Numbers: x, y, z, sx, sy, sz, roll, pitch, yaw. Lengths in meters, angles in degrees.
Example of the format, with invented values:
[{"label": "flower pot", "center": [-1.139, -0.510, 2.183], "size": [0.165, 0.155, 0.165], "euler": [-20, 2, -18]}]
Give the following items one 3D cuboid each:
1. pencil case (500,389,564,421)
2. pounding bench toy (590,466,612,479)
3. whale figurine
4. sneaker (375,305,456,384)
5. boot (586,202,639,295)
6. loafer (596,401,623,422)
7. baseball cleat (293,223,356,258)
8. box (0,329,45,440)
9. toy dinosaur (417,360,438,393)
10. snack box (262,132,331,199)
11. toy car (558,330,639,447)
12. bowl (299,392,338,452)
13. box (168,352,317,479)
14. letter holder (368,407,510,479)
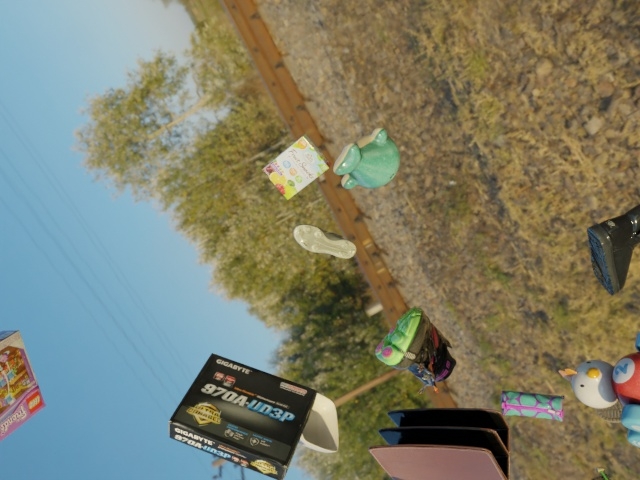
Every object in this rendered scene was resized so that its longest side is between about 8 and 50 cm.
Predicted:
[{"label": "pencil case", "center": [0.535, 0.418, 1.513], "size": [0.070, 0.152, 0.064], "euler": [-12, -76, -77]}, {"label": "pounding bench toy", "center": [0.796, 0.681, 1.662], "size": [0.065, 0.052, 0.083], "euler": [-155, 54, -76]}, {"label": "whale figurine", "center": [0.143, -0.230, 1.774], "size": [0.141, 0.216, 0.272], "euler": [41, -158, 16]}, {"label": "sneaker", "center": [0.306, 0.318, 1.754], "size": [0.202, 0.185, 0.483], "euler": [41, -172, 20]}, {"label": "boot", "center": [0.753, 0.009, 1.412], "size": [0.246, 0.207, 0.094], "euler": [58, -172, -39]}, {"label": "loafer", "center": [0.925, 0.461, 1.683], "size": [0.092, 0.269, 0.101], "euler": [-12, -88, -48]}, {"label": "baseball cleat", "center": [0.000, 0.000, 1.691], "size": [0.206, 0.072, 0.109], "euler": [24, -175, -28]}, {"label": "box", "center": [-0.730, 0.343, 1.250], "size": [0.293, 0.057, 0.200], "euler": [-44, -53, -63]}, {"label": "toy dinosaur", "center": [0.278, 0.344, 1.498], "size": [0.082, 0.090, 0.047], "euler": [42, 150, 36]}, {"label": "snack box", "center": [-0.059, -0.181, 1.471], "size": [0.100, 0.141, 0.037], "euler": [49, -155, -12]}, {"label": "toy car", "center": [0.664, 0.327, 1.374], "size": [0.238, 0.219, 0.210], "euler": [4, 148, 37]}, {"label": "bowl", "center": [-0.020, 0.449, 1.470], "size": [0.142, 0.053, 0.141], "euler": [33, -141, -36]}, {"label": "box", "center": [-0.136, 0.314, 1.086], "size": [0.175, 0.221, 0.051], "euler": [-61, -14, -51]}, {"label": "letter holder", "center": [0.295, 0.494, 1.487], "size": [0.214, 0.302, 0.151], "euler": [55, -143, -39]}]
